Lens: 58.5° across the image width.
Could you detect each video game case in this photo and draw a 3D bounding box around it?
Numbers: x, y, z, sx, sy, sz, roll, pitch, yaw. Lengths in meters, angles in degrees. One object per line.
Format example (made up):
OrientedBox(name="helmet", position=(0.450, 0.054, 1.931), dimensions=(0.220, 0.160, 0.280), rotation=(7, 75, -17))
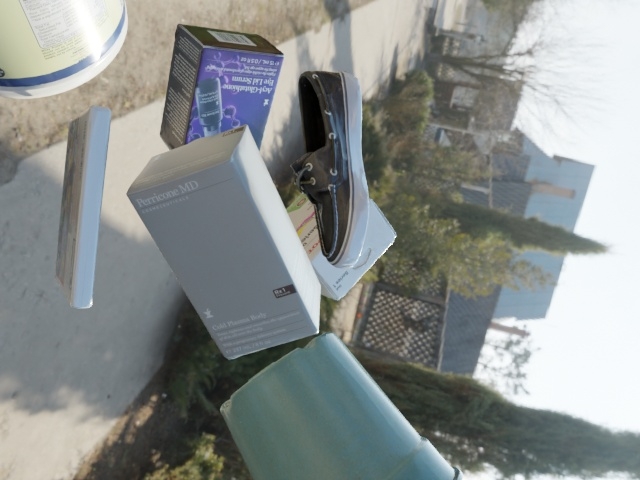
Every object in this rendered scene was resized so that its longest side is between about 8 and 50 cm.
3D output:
OrientedBox(name="video game case", position=(-0.269, -0.041, 0.640), dimensions=(0.183, 0.023, 0.201), rotation=(12, -84, 60))

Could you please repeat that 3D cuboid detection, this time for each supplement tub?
OrientedBox(name="supplement tub", position=(-0.349, -0.335, 0.590), dimensions=(0.325, 0.235, 0.236), rotation=(100, 8, -63))

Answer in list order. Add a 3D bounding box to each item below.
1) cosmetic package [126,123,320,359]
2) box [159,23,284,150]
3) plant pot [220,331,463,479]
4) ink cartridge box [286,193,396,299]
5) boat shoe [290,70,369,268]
OrientedBox(name="cosmetic package", position=(-0.097, 0.005, 0.648), dimensions=(0.107, 0.127, 0.238), rotation=(-88, 155, -56))
OrientedBox(name="box", position=(-0.172, -0.244, 0.977), dimensions=(0.153, 0.108, 0.207), rotation=(-8, 130, -36))
OrientedBox(name="plant pot", position=(0.015, 0.367, 1.016), dimensions=(0.341, 0.334, 0.341), rotation=(-32, 165, -10))
OrientedBox(name="ink cartridge box", position=(0.000, 0.000, 1.282), dimensions=(0.201, 0.278, 0.117), rotation=(-46, 118, -18))
OrientedBox(name="boat shoe", position=(0.004, -0.084, 0.626), dimensions=(0.080, 0.076, 0.229), rotation=(157, -64, -65))
